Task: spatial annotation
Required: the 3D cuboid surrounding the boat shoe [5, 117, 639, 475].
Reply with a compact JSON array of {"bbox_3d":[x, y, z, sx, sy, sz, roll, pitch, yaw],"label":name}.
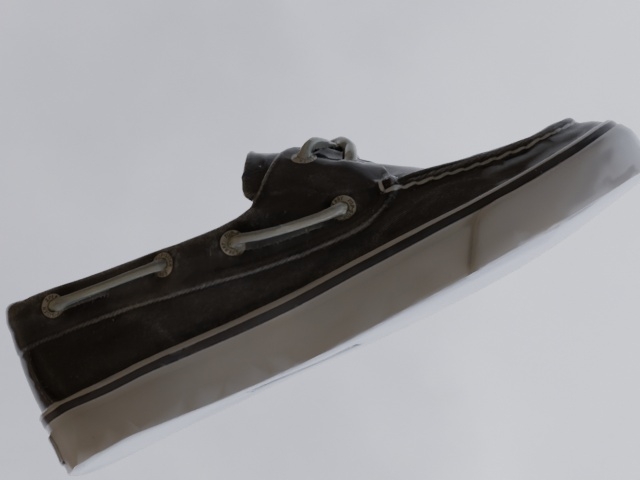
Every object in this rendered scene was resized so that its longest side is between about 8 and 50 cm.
[{"bbox_3d":[0.000,0.000,0.710,0.301,0.108,0.102,-26,-97,5],"label":"boat shoe"}]
